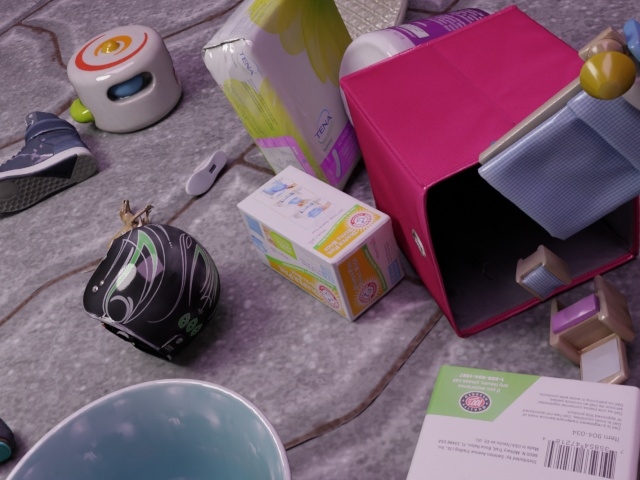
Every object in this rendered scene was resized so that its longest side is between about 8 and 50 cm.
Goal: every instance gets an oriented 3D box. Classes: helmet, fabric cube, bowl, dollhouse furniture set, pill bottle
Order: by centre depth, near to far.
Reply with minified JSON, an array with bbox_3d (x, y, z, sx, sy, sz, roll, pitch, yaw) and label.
[{"bbox_3d":[0.259,0.009,0.756,0.286,0.303,0.198,-38,24,37],"label":"dollhouse furniture set"},{"bbox_3d":[-0.155,0.306,0.792,0.312,0.163,0.311,-11,43,10],"label":"bowl"},{"bbox_3d":[0.204,-0.090,1.003,0.259,0.254,0.258,-25,42,-4],"label":"fabric cube"},{"bbox_3d":[-0.214,0.060,1.077,0.170,0.169,0.161,16,69,33],"label":"helmet"},{"bbox_3d":[0.191,-0.249,1.206,0.302,0.169,0.169,-22,38,-30],"label":"pill bottle"}]

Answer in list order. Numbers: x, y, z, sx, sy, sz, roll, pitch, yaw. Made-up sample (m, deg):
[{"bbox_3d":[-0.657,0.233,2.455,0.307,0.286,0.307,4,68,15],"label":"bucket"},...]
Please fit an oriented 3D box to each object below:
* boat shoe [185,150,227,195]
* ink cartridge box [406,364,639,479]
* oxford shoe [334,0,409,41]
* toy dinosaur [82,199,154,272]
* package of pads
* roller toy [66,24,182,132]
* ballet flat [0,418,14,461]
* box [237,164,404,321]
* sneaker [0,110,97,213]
[{"bbox_3d":[-0.194,-0.109,1.346,0.035,0.035,0.100,-13,38,50],"label":"boat shoe"},{"bbox_3d":[0.180,0.263,0.743,0.199,0.114,0.272,4,47,25],"label":"ink cartridge box"},{"bbox_3d":[0.090,-0.460,1.544,0.169,0.130,0.449,-2,59,12],"label":"oxford shoe"},{"bbox_3d":[-0.300,-0.003,1.271,0.093,0.053,0.183,-23,32,21],"label":"toy dinosaur"},{"bbox_3d":[-0.029,-0.228,1.206,0.101,0.296,0.229,-2,43,36],"label":"package of pads"},{"bbox_3d":[-0.369,-0.313,1.539,0.191,0.146,0.209,5,47,25],"label":"roller toy"},{"bbox_3d":[-0.487,0.276,1.023,0.203,0.074,0.074,-22,41,-11],"label":"ballet flat"},{"bbox_3d":[0.000,0.000,1.090,0.103,0.114,0.203,-39,44,-22],"label":"box"},{"bbox_3d":[-0.531,-0.143,1.457,0.226,0.086,0.163,-23,52,-18],"label":"sneaker"}]
